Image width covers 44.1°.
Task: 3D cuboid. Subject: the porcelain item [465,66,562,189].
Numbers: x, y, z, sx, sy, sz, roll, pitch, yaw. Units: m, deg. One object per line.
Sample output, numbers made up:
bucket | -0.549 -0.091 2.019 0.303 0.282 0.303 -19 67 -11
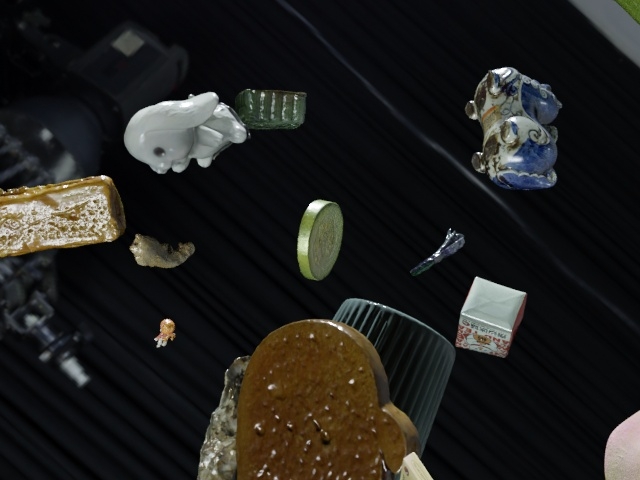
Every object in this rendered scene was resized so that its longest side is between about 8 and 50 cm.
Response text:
porcelain item | 0.404 -0.222 1.590 0.138 0.186 0.288 124 151 -48

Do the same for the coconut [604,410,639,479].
coconut | 0.666 0.437 1.517 0.233 0.233 0.245 -48 -26 6

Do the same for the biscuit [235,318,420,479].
biscuit | 0.008 0.324 1.273 0.350 0.394 0.070 -4 -14 35

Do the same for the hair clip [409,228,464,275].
hair clip | 0.277 0.026 1.854 0.195 0.052 0.124 -33 -10 -39

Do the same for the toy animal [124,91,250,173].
toy animal | -0.335 -0.274 1.953 0.249 0.174 0.289 -28 -5 22

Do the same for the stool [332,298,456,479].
stool | 0.089 0.313 1.538 0.330 0.297 0.297 -62 3 -16

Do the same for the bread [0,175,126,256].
bread | -0.511 -0.048 1.505 0.271 0.139 0.077 -10 9 9

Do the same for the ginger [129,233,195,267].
ginger | -0.361 0.028 1.791 0.173 0.051 0.069 11 -91 -56

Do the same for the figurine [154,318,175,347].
figurine | -0.442 0.271 2.258 0.064 0.047 0.109 -15 -36 -39

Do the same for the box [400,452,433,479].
box | 0.123 0.347 1.009 0.020 0.073 0.149 -12 -53 -20

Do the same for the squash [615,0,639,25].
squash | 0.726 -0.521 1.548 0.263 0.384 0.263 -35 -19 -14

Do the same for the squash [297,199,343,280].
squash | 0.000 0.000 2.447 0.252 0.049 0.252 10 -90 -67

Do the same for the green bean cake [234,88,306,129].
green bean cake | -0.139 -0.351 2.140 0.181 0.173 0.094 -172 82 -71

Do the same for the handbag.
handbag | 0.503 0.261 2.352 0.298 0.171 0.151 83 -149 -54

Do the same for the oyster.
oyster | -0.209 0.474 1.841 0.204 0.111 0.396 97 -175 -68
